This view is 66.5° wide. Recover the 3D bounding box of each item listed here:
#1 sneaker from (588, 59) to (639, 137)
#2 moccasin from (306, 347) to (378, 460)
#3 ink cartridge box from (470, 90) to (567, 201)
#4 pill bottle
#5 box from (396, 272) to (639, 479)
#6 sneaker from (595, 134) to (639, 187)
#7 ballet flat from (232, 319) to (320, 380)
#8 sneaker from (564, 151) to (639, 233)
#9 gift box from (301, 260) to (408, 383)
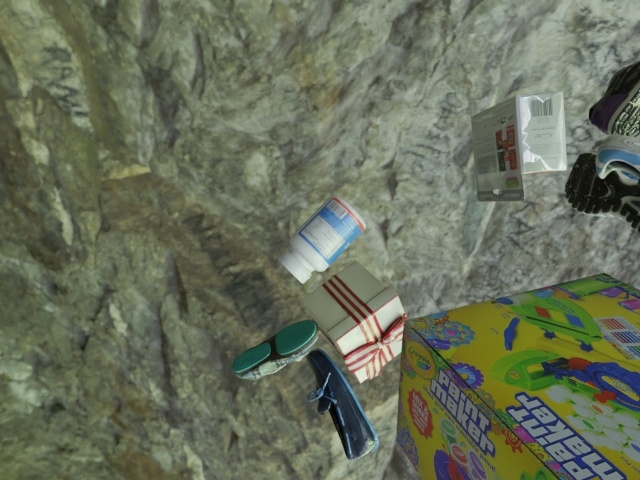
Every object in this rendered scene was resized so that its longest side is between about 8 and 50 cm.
[{"bbox_3d":[0.693,-0.362,1.044,0.283,0.107,0.124,-55,-151,23],"label":"sneaker"},{"bbox_3d":[0.041,0.484,1.458,0.342,0.116,0.138,55,-20,26],"label":"moccasin"},{"bbox_3d":[0.552,-0.250,1.385,0.309,0.130,0.272,-127,-149,-84],"label":"ink cartridge box"},{"bbox_3d":[0.000,0.000,1.243,0.124,0.221,0.124,44,-3,3],"label":"pill bottle"},{"bbox_3d":[0.264,0.189,0.460,0.290,0.279,0.177,-132,-143,-59],"label":"box"},{"bbox_3d":[0.592,-0.121,0.817,0.237,0.085,0.086,18,-87,38],"label":"sneaker"},{"bbox_3d":[-0.069,0.200,0.879,0.188,0.070,0.070,-27,-92,19],"label":"ballet flat"},{"bbox_3d":[0.656,-0.090,1.020,0.330,0.147,0.130,-120,-141,-58],"label":"sneaker"},{"bbox_3d":[0.138,0.257,1.488,0.258,0.255,0.276,42,-11,52],"label":"gift box"}]
